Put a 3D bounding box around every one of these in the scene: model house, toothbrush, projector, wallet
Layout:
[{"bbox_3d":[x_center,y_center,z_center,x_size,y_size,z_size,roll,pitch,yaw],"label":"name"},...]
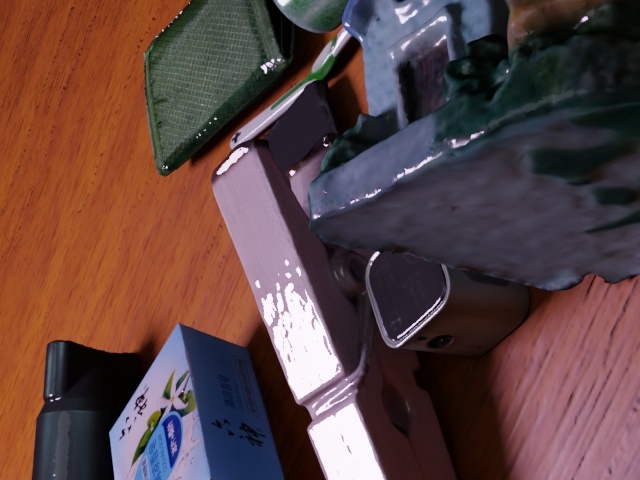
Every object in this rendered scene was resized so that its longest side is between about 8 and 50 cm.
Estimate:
[{"bbox_3d":[0.166,-0.165,0.863,0.295,0.252,0.329,-28,53,47],"label":"model house"},{"bbox_3d":[0.001,-0.161,1.242,0.304,0.030,0.030,-35,54,43],"label":"toothbrush"},{"bbox_3d":[0.094,0.036,1.019,0.083,0.082,0.083,-47,47,37],"label":"projector"},{"bbox_3d":[0.001,0.000,1.198,0.146,0.030,0.285,-50,46,39],"label":"wallet"},{"bbox_3d":[-0.104,-0.182,1.367,0.236,0.055,0.160,-38,50,45],"label":"wallet"}]

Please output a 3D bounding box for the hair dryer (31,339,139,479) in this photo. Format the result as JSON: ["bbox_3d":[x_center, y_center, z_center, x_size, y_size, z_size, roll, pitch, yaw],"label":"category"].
[{"bbox_3d":[-0.282,0.250,1.456,0.302,0.116,0.244,-28,56,55],"label":"hair dryer"}]

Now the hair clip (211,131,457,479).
[{"bbox_3d":[0.016,0.069,1.064,0.085,0.101,0.330,-38,63,35],"label":"hair clip"}]

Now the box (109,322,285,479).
[{"bbox_3d":[-0.113,0.199,1.200,0.142,0.083,0.232,-57,28,21],"label":"box"}]

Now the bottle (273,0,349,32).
[{"bbox_3d":[0.080,-0.297,1.121,0.330,0.093,0.093,-38,52,41],"label":"bottle"}]
